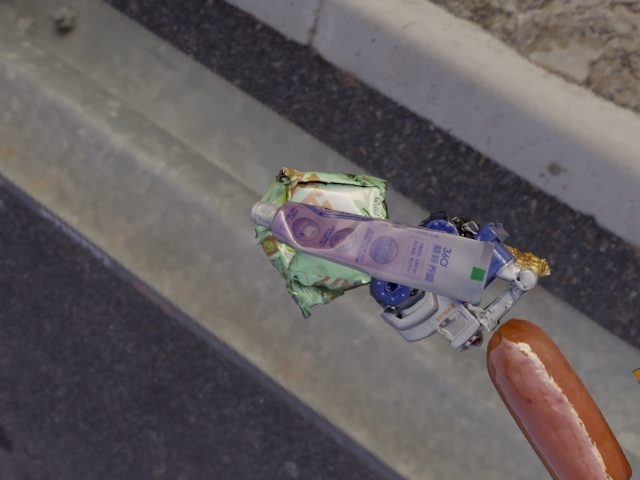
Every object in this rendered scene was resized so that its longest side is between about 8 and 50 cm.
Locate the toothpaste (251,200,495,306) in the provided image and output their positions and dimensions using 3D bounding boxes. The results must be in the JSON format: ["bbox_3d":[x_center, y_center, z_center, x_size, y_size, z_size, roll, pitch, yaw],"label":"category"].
[{"bbox_3d":[0.054,0.003,1.141,0.301,0.048,0.075,16,84,22],"label":"toothpaste"}]

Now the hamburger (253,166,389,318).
[{"bbox_3d":[0.000,0.003,1.527,0.214,0.125,0.235,0,95,-8],"label":"hamburger"}]

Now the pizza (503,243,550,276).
[{"bbox_3d":[0.370,0.037,1.811,0.178,0.131,0.041,18,94,-11],"label":"pizza"}]

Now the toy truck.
[{"bbox_3d":[0.191,0.065,1.385,0.213,0.161,0.177,-46,75,15],"label":"toy truck"}]

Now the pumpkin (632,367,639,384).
[{"bbox_3d":[0.699,0.331,1.830,0.139,0.190,0.280,32,157,-10],"label":"pumpkin"}]

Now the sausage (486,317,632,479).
[{"bbox_3d":[0.314,0.225,1.308,0.113,0.113,0.259,-39,79,45],"label":"sausage"}]
